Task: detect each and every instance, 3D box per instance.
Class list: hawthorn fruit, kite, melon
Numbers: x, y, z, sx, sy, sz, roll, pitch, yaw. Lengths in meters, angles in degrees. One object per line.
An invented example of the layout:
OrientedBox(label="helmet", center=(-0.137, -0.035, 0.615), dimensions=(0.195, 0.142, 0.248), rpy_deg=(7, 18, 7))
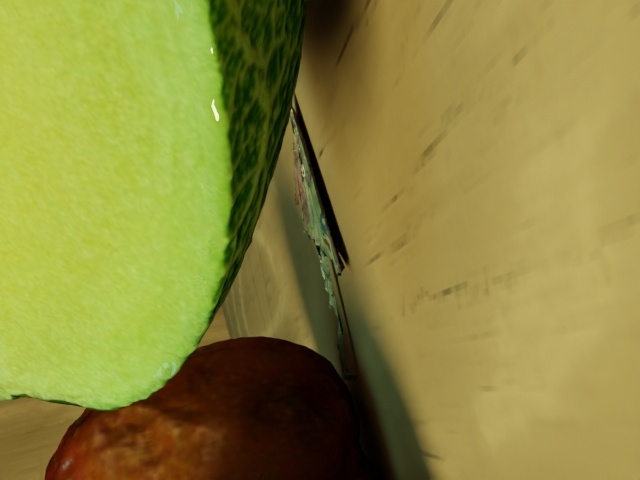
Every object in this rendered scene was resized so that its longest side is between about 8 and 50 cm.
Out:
OrientedBox(label="hawthorn fruit", center=(-0.052, 0.138, 0.720), dimensions=(0.173, 0.179, 0.173), rpy_deg=(-10, 78, 56))
OrientedBox(label="kite", center=(0.000, 0.000, 0.688), dimensions=(0.139, 0.011, 0.157), rpy_deg=(-121, 19, -78))
OrientedBox(label="melon", center=(-0.103, -0.118, 0.469), dimensions=(0.331, 0.226, 0.343), rpy_deg=(47, 164, 55))
